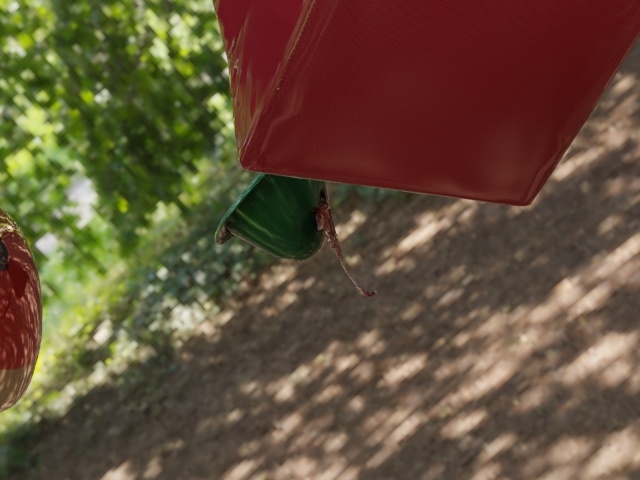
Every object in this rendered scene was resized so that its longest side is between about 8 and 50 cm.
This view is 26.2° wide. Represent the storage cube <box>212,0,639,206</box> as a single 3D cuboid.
[{"bbox_3d":[0.059,-0.155,0.775,0.193,0.215,0.183,117,150,-41],"label":"storage cube"}]

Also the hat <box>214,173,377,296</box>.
[{"bbox_3d":[0.000,0.000,1.542,0.208,0.183,0.173,-42,-8,-49],"label":"hat"}]

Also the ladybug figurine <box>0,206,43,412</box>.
[{"bbox_3d":[-0.376,0.019,1.104,0.162,0.305,0.449,-61,-17,5],"label":"ladybug figurine"}]
